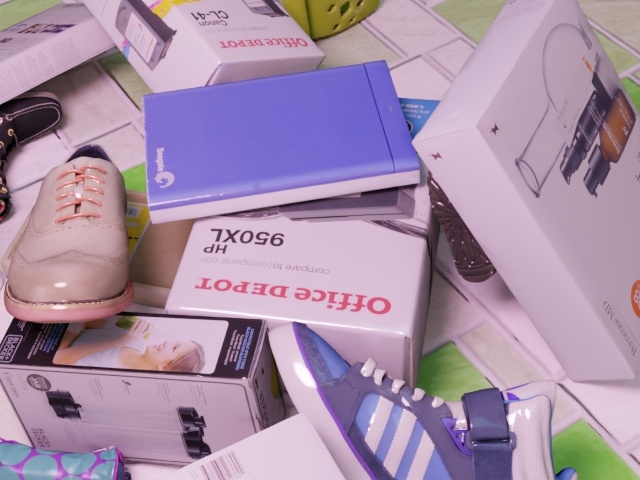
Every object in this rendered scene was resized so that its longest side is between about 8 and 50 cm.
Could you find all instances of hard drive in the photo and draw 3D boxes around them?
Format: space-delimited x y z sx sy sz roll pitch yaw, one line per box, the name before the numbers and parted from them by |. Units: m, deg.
hard drive | -0.056 -0.127 1.271 0.318 0.040 0.210 -9 47 -3

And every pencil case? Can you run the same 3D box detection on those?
pencil case | -0.291 0.258 1.143 0.151 0.064 0.070 3 64 6

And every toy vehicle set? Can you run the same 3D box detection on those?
toy vehicle set | -0.275 0.002 1.395 0.266 0.035 0.166 10 49 12

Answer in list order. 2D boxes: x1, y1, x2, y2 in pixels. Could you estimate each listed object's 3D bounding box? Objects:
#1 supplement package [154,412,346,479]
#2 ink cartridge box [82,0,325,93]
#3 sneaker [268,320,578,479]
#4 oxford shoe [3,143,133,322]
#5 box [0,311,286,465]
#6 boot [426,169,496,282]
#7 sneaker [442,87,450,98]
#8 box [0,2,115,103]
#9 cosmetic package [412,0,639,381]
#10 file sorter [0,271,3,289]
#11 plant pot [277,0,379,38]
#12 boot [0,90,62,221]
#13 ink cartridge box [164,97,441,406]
supplement package | -0.063 0.310 0.988 0.194 0.203 0.149 -21 49 -16
ink cartridge box | -0.175 -0.315 1.478 0.226 0.131 0.306 -16 58 -48
sneaker | 0.119 0.176 1.070 0.236 0.130 0.323 -32 81 -1
oxford shoe | -0.285 -0.015 1.173 0.140 0.147 0.397 -1 17 -12
box | -0.193 0.165 1.141 0.289 0.169 0.087 2 44 13
boot | 0.210 -0.058 1.282 0.076 0.190 0.208 0 21 32
sneaker | 0.267 -0.168 1.485 0.085 0.086 0.237 -32 52 -21
box | -0.464 -0.281 1.581 0.322 0.059 0.232 -35 30 -31
cosmetic package | 0.291 -0.065 1.209 0.097 0.377 0.284 -10 36 47
file sorter | -0.524 -0.004 1.258 0.173 0.278 0.193 22 53 17
plant pot | -0.055 -0.447 1.671 0.227 0.228 0.207 31 62 27
boot | -0.461 -0.111 1.483 0.236 0.085 0.179 -24 55 -18
ink cartridge box | 0.000 0.000 1.291 0.285 0.166 0.395 5 49 9
